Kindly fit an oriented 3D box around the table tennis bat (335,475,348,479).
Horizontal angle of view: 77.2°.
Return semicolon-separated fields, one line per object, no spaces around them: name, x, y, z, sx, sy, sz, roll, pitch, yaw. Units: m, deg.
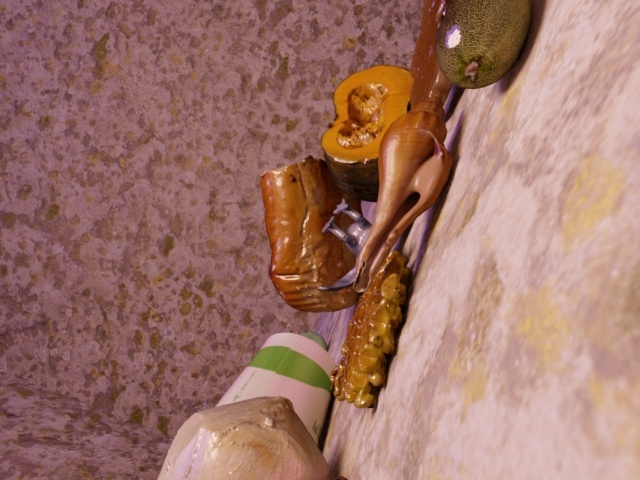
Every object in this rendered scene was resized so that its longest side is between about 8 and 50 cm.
table tennis bat;-0.021;0.421;0.435;0.173;0.023;0.301;104;-172;-65

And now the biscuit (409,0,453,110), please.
biscuit;0.216;-0.374;0.719;0.183;0.047;0.319;128;150;-63

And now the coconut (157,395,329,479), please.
coconut;-0.104;0.326;0.546;0.227;0.227;0.230;107;180;-69

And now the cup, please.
cup;-0.092;0.352;0.830;0.274;0.253;0.253;-57;-10;-48

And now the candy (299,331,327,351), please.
candy;-0.057;0.485;1.477;0.119;0.119;0.439;-69;-8;-47

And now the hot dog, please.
hot dog;0.000;0.000;1.028;0.367;0.196;0.365;-4;-95;-60

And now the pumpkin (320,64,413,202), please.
pumpkin;0.144;-0.212;0.886;0.232;0.242;0.324;60;-143;-49

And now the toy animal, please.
toy animal;0.091;0.001;0.714;0.239;0.176;0.255;-50;16;3

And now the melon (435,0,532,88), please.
melon;0.182;-0.244;0.449;0.099;0.099;0.162;107;-178;-68

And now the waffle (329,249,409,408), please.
waffle;0.074;0.125;0.598;0.228;0.051;0.231;101;-170;-80

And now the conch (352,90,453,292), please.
conch;0.122;-0.075;0.574;0.330;0.110;0.093;-70;-21;-9
